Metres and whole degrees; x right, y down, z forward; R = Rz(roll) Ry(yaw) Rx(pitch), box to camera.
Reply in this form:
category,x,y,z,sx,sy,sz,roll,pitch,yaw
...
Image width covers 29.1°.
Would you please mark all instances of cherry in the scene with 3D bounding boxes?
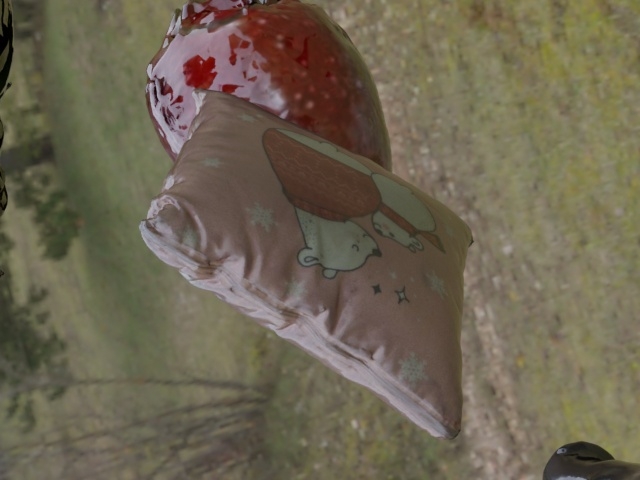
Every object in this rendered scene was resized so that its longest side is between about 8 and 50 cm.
category,x,y,z,sx,sy,sz,roll,pitch,yaw
cherry,-0.030,-0.091,0.983,0.250,0.175,0.192,53,178,-6

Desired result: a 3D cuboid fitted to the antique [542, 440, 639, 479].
category,x,y,z,sx,sy,sz,roll,pitch,yaw
antique,0.346,0.241,0.948,0.255,0.322,0.185,93,173,-90

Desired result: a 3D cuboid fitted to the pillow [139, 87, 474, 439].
category,x,y,z,sx,sy,sz,roll,pitch,yaw
pillow,0.000,0.000,0.793,0.084,0.236,0.223,-52,11,29

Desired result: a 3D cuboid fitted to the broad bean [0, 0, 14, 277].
category,x,y,z,sx,sy,sz,roll,pitch,yaw
broad bean,-0.105,0.009,0.229,0.292,0.049,0.144,-79,-2,-61
